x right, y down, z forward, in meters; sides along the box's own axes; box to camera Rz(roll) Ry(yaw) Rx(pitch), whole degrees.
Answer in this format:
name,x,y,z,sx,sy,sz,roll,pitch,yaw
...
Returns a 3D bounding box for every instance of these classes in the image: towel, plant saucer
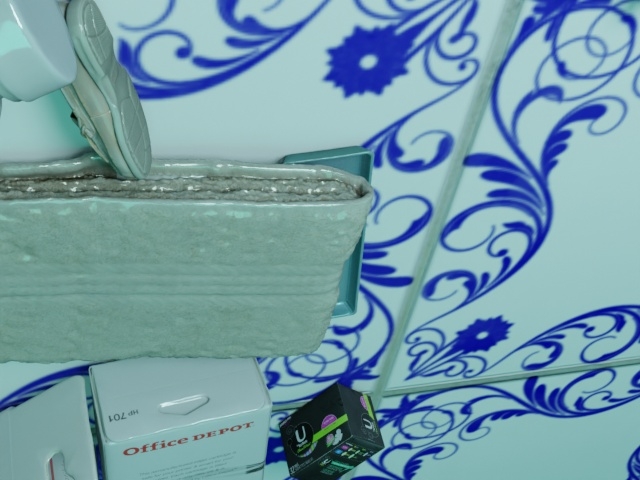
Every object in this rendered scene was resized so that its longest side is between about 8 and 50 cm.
name,x,y,z,sx,sy,sz,roll,pitch,yaw
towel,-0.117,0.020,0.677,0.282,0.049,0.187,1,139,-15
plant saucer,0.000,0.000,0.731,0.067,0.018,0.192,-9,141,-11

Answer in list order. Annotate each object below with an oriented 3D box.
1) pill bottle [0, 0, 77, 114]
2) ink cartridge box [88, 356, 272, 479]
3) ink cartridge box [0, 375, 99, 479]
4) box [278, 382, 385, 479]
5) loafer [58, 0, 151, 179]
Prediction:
name,x,y,z,sx,sy,sz,roll,pitch,yaw
pill bottle,-0.234,-0.080,0.467,0.209,0.117,0.117,-21,141,3
ink cartridge box,-0.124,0.180,0.841,0.140,0.082,0.190,-10,139,-16
ink cartridge box,-0.295,0.286,0.806,0.354,0.207,0.119,-29,141,13
box,0.010,0.189,0.922,0.083,0.062,0.052,-39,135,24
loafer,-0.135,-0.087,0.563,0.039,0.045,0.125,-4,135,10
